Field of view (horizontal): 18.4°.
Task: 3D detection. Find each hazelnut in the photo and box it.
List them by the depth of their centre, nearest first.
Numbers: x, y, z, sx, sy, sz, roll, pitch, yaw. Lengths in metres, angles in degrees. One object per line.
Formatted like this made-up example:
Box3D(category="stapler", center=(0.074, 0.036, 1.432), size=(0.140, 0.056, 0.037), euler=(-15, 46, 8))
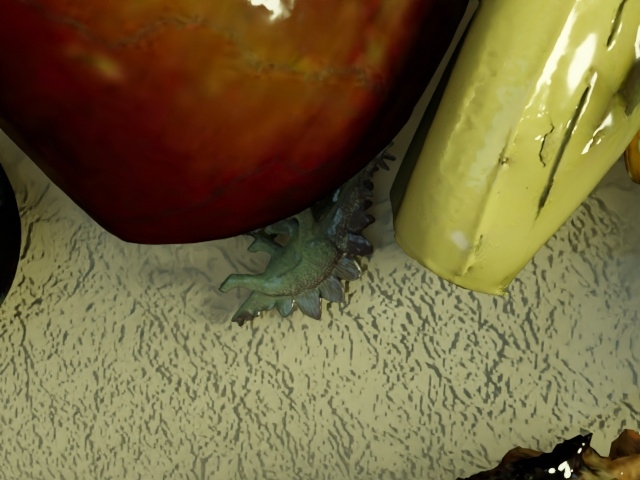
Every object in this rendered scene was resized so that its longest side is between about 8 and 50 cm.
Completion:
Box3D(category="hazelnut", center=(-0.113, -0.213, 1.322), size=(0.429, 0.402, 0.402), euler=(42, 111, -14))

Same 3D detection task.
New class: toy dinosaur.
Box3D(category="toy dinosaur", center=(0.001, -0.001, 1.451), size=(0.082, 0.039, 0.209), euler=(32, 121, -10))

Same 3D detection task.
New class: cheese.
Box3D(category="cheese", center=(0.145, -0.122, 1.281), size=(0.128, 0.259, 0.316), euler=(28, 102, -8))

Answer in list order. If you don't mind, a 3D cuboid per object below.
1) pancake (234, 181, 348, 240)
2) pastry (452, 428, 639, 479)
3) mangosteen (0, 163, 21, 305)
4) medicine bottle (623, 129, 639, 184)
Box3D(category="pancake", center=(-0.042, -0.056, 1.490), size=(0.129, 0.022, 0.116), euler=(-25, 83, 18))
Box3D(category="pastry", center=(0.153, 0.269, 1.229), size=(0.405, 0.337, 0.292), euler=(-11, 88, 33))
Box3D(category="mangosteen", center=(-0.342, 0.000, 1.532), size=(0.243, 0.243, 0.243), euler=(1, 94, 24))
Box3D(category="medicine bottle", center=(0.303, -0.070, 1.294), size=(0.192, 0.096, 0.096), euler=(8, 96, 23))
